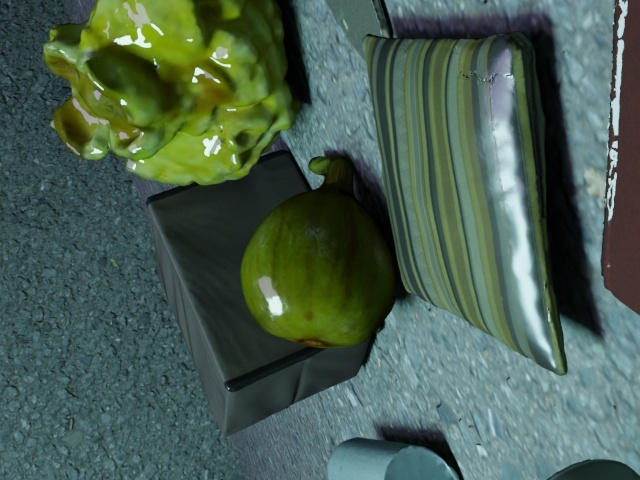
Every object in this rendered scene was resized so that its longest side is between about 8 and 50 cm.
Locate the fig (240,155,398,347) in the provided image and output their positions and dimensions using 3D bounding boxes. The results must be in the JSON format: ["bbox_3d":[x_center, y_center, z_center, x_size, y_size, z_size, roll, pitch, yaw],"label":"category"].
[{"bbox_3d":[0.012,0.010,0.864,0.142,0.186,0.148,21,173,11],"label":"fig"}]

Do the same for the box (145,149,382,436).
[{"bbox_3d":[-0.071,0.059,1.044,0.252,0.188,0.153,60,161,28],"label":"box"}]

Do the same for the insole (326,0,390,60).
[{"bbox_3d":[0.000,-0.252,0.756,0.081,0.011,0.248,118,130,-68],"label":"insole"}]

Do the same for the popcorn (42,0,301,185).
[{"bbox_3d":[-0.148,-0.179,0.949,0.258,0.270,0.224,23,-150,-44],"label":"popcorn"}]

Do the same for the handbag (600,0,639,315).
[{"bbox_3d":[0.185,-0.033,0.268,0.260,0.084,0.275,-133,28,-54],"label":"handbag"}]

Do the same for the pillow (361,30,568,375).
[{"bbox_3d":[0.092,-0.037,0.629,0.212,0.052,0.208,-153,48,-65],"label":"pillow"}]

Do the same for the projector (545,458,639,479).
[{"bbox_3d":[0.219,0.248,0.440,0.337,0.108,0.108,-132,28,-54],"label":"projector"}]

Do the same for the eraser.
[{"bbox_3d":[0.089,0.295,0.979,0.227,0.081,0.174,144,106,-73],"label":"eraser"}]
